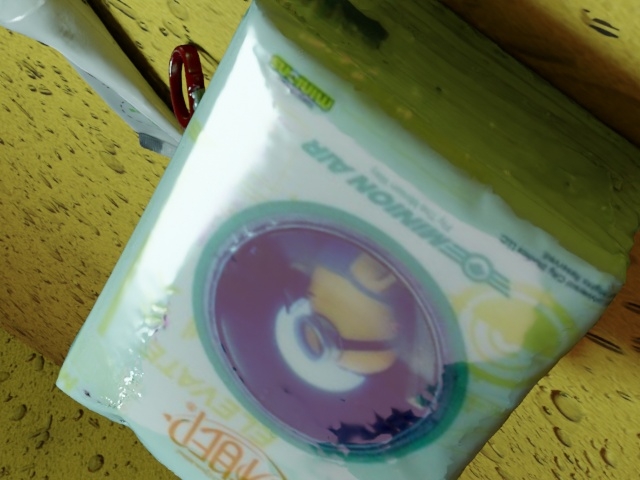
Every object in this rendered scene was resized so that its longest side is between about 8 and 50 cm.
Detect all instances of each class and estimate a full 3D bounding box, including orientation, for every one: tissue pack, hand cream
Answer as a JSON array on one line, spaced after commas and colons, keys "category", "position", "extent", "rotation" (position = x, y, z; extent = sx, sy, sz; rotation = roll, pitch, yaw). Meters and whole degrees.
[{"category": "tissue pack", "position": [0.015, 0.031, 1.143], "extent": [0.287, 0.162, 0.388], "rotation": [37, 131, 6]}, {"category": "hand cream", "position": [-0.208, -0.162, 1.573], "extent": [0.121, 0.076, 0.336], "rotation": [28, 167, 38]}]

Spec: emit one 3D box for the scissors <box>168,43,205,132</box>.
[{"category": "scissors", "position": [-0.088, -0.040, 1.408], "extent": [0.144, 0.017, 0.248], "rotation": [12, 105, 58]}]
